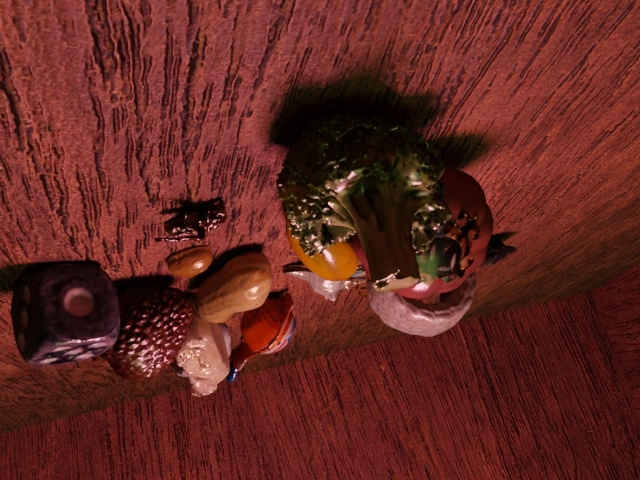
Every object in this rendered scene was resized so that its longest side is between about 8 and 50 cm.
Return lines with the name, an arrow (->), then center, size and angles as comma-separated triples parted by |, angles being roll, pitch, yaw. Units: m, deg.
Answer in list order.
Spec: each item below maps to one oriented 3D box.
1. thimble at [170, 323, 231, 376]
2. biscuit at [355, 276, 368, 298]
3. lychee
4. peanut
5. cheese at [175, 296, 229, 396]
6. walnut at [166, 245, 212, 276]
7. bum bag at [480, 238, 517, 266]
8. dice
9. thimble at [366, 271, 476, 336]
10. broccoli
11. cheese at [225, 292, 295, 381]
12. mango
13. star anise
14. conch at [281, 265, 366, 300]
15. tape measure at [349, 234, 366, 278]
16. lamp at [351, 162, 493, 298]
thimble -> -0.383, 0.324, 2.288 | 0.149, 0.185, 0.211 | -2, -173, -35
biscuit -> 0.218, 0.141, 2.454 | 0.278, 0.043, 0.301 | -28, 160, 34
lychee -> -0.441, 0.221, 1.813 | 0.271, 0.236, 0.236 | -39, 166, -10
peanut -> -0.216, 0.128, 1.864 | 0.148, 0.147, 0.319 | -2, 156, -37
cheese -> -0.341, 0.293, 2.044 | 0.127, 0.233, 0.266 | -20, 139, 0
walnut -> -0.300, 0.056, 1.701 | 0.121, 0.052, 0.091 | -27, 157, 28
bum bag -> 0.481, 0.042, 2.293 | 0.341, 0.095, 0.144 | 2, 171, -42
dice -> -0.549, 0.160, 1.583 | 0.181, 0.182, 0.183 | 1, 155, -40
thimble -> 0.289, 0.118, 2.067 | 0.292, 0.291, 0.195 | -11, 159, -15
broccoli -> 0.069, -0.053, 1.279 | 0.249, 0.301, 0.375 | -4, 162, 37
cheese -> -0.195, 0.295, 2.280 | 0.129, 0.217, 0.329 | 36, 101, -26
mango -> 0.000, 0.000, 1.598 | 0.119, 0.176, 0.317 | -40, 153, -4
star anise -> -0.253, -0.029, 1.424 | 0.097, 0.070, 0.191 | -16, 179, 42
conch -> 0.026, 0.116, 2.046 | 0.234, 0.114, 0.137 | -12, -166, -40
tape measure -> 0.090, 0.042, 1.905 | 0.207, 0.115, 0.235 | -8, 162, -32
lamp -> 0.209, -0.029, 1.562 | 0.306, 0.239, 0.305 | -7, 117, -14
